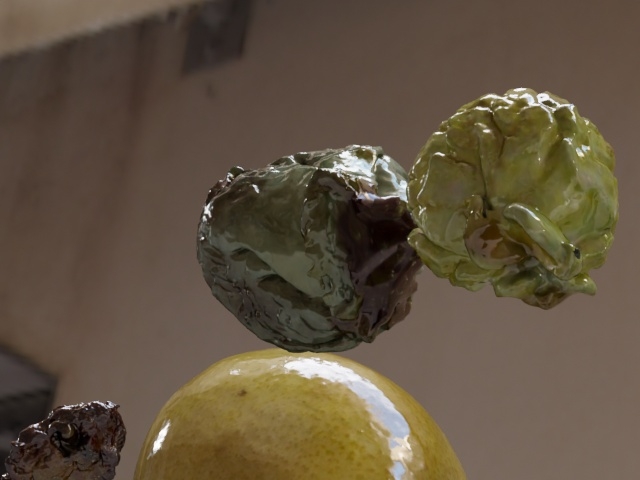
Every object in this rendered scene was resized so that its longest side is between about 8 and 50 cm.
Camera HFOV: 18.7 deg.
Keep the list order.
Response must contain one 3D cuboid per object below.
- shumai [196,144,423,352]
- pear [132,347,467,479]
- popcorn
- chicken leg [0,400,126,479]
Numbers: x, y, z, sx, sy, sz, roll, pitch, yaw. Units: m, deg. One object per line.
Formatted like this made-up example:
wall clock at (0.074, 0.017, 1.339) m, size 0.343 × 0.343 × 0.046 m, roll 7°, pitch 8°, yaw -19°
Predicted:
shumai at (-0.006, 0.000, 1.478) m, size 0.184 × 0.184 × 0.142 m, roll 8°, pitch -14°, yaw -1°
pear at (-0.012, 0.243, 1.667) m, size 0.314 × 0.314 × 0.314 m, roll 6°, pitch -32°, yaw 4°
popcorn at (0.125, -0.030, 1.255) m, size 0.141 × 0.135 × 0.162 m, roll 16°, pitch 14°, yaw 15°
chicken leg at (-0.153, 0.137, 1.007) m, size 0.062 × 0.037 × 0.145 m, roll 25°, pitch -67°, yaw -33°
